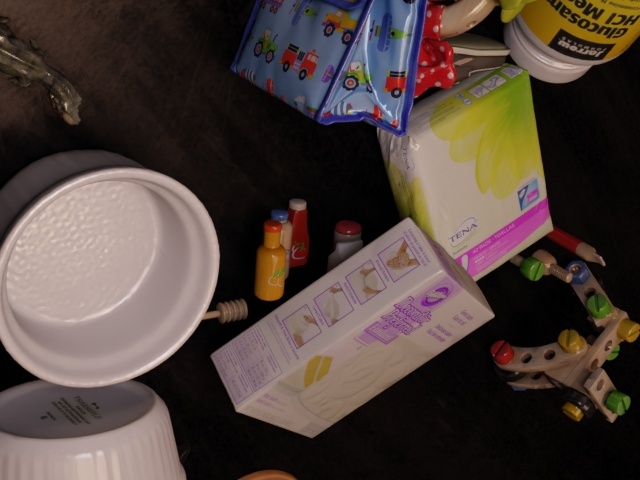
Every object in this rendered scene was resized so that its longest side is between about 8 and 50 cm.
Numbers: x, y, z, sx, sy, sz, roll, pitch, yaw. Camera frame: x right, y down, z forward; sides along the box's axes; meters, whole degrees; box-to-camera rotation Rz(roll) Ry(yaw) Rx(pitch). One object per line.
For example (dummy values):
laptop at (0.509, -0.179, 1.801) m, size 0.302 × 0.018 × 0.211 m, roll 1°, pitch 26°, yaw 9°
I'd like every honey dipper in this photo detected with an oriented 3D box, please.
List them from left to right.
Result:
honey dipper at (-0.178, 0.105, 1.463) m, size 0.161 × 0.030 × 0.030 m, roll -7°, pitch 116°, yaw -27°

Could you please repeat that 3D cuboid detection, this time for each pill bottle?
pill bottle at (0.366, -0.349, 1.409) m, size 0.188 × 0.188 × 0.334 m, roll -26°, pitch 166°, yaw -21°

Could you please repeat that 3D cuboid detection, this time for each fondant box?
fondant box at (0.050, 0.130, 1.473) m, size 0.330 × 0.096 × 0.238 m, roll -36°, pitch 151°, yaw 10°

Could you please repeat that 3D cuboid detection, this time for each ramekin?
ramekin at (-0.302, 0.258, 1.309) m, size 0.273 × 0.273 × 0.127 m, roll -9°, pitch 106°, yaw -31°
ramekin at (-0.273, 0.024, 1.286) m, size 0.277 × 0.135 × 0.277 m, roll -15°, pitch 119°, yaw -28°

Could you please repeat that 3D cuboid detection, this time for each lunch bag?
lunch bag at (0.033, -0.301, 1.275) m, size 0.138 × 0.221 × 0.293 m, roll 5°, pitch 110°, yaw -35°

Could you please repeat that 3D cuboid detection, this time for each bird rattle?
bird rattle at (0.160, -0.312, 1.356) m, size 0.253 × 0.207 × 0.143 m, roll -36°, pitch 155°, yaw 25°

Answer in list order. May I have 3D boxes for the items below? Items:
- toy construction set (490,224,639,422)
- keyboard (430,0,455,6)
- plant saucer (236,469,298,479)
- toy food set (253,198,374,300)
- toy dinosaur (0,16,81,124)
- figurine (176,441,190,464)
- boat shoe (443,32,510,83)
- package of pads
toy construction set at (0.438, 0.149, 1.761) m, size 0.257 × 0.237 × 0.308 m, roll -25°, pitch 124°, yaw -22°
keyboard at (0.101, -0.335, 1.437) m, size 0.192 × 0.038 × 0.100 m, roll 5°, pitch 86°, yaw -34°
plant saucer at (-0.100, 0.452, 1.679) m, size 0.200 × 0.037 × 0.200 m, roll -16°, pitch 121°, yaw -28°
toy food set at (0.000, 0.000, 1.473) m, size 0.232 × 0.111 × 0.104 m, roll -10°, pitch 117°, yaw -31°
toy dinosaur at (-0.360, -0.214, 1.120) m, size 0.268 × 0.118 × 0.064 m, roll 30°, pitch 94°, yaw -39°
figurine at (-0.281, 0.390, 1.499) m, size 0.209 × 0.092 × 0.214 m, roll -9°, pitch 119°, yaw -35°
boat shoe at (0.157, -0.246, 1.483) m, size 0.228 × 0.081 × 0.068 m, roll -4°, pitch 118°, yaw -25°
package of pads at (0.215, -0.087, 1.584) m, size 0.229 × 0.101 × 0.296 m, roll -31°, pitch 126°, yaw -20°
